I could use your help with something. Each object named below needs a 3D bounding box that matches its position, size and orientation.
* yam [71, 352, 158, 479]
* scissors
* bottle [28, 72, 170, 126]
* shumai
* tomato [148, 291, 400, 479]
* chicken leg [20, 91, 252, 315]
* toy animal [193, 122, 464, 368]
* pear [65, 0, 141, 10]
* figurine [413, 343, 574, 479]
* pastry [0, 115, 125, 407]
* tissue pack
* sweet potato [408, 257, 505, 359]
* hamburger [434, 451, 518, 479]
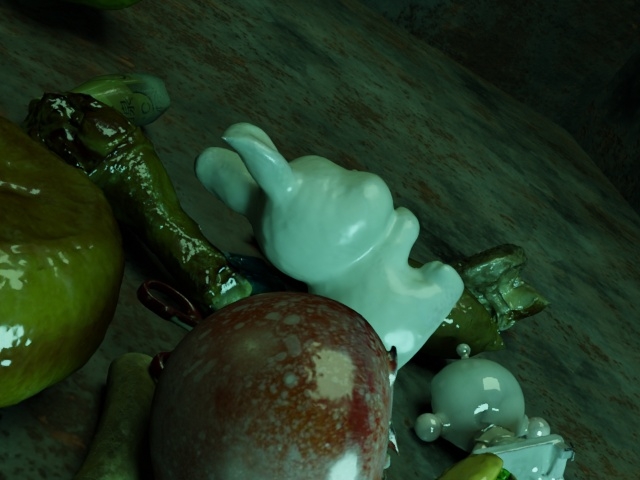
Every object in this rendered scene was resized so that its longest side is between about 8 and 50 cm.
[{"bbox_3d":[-0.187,0.198,0.899,0.066,0.066,0.299,32,22,-14],"label":"yam"},{"bbox_3d":[-0.090,0.130,1.091,0.248,0.017,0.144,26,31,-38],"label":"scissors"},{"bbox_3d":[-0.317,-0.198,1.436,0.083,0.083,0.270,43,24,11],"label":"bottle"},{"bbox_3d":[0.314,0.086,1.793,0.153,0.161,0.209,63,2,4],"label":"shumai"},{"bbox_3d":[-0.042,0.176,0.911,0.227,0.270,0.270,4,21,8],"label":"tomato"},{"bbox_3d":[-0.240,-0.062,1.217,0.361,0.140,0.211,43,14,22],"label":"chicken leg"},{"bbox_3d":[-0.009,0.011,1.266,0.241,0.196,0.367,-36,95,-29],"label":"toy animal"},{"bbox_3d":[-0.401,-0.567,1.680,0.391,0.391,0.391,32,23,-15],"label":"pear"},{"bbox_3d":[0.219,0.245,1.337,0.256,0.182,0.144,-122,-167,-53],"label":"figurine"},{"bbox_3d":[-0.345,0.001,0.921,0.356,0.164,0.356,27,29,-16],"label":"pastry"},{"bbox_3d":[-0.100,0.045,1.372,0.138,0.028,0.085,14,31,-50],"label":"tissue pack"},{"bbox_3d":[0.092,0.069,1.482,0.423,0.130,0.130,29,24,-17],"label":"sweet potato"},{"bbox_3d":[0.158,0.310,1.087,0.115,0.162,0.162,48,24,11],"label":"hamburger"}]
